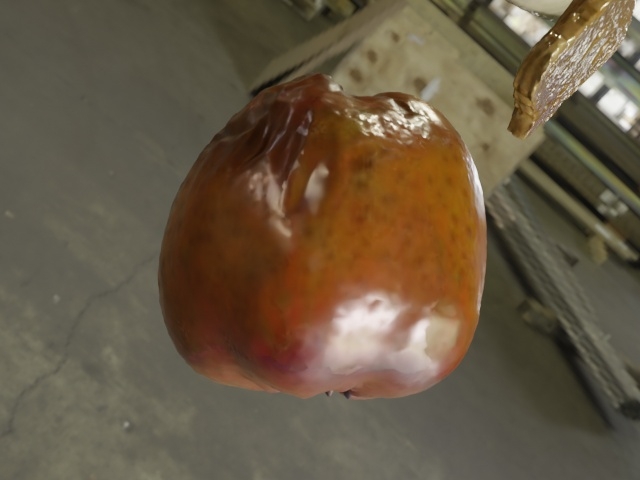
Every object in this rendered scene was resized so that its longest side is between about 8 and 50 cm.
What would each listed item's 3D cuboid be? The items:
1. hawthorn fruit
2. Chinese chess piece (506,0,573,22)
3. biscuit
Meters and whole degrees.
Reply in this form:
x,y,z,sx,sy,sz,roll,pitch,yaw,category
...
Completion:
x,y,z,sx,sy,sz,roll,pitch,yaw,category
0.000,0.000,1.489,0.472,0.472,0.472,37,20,-16,hawthorn fruit
0.186,-0.376,1.101,0.338,0.140,0.338,23,41,-21,Chinese chess piece
0.200,-0.152,0.858,0.035,0.162,0.250,42,25,13,biscuit
